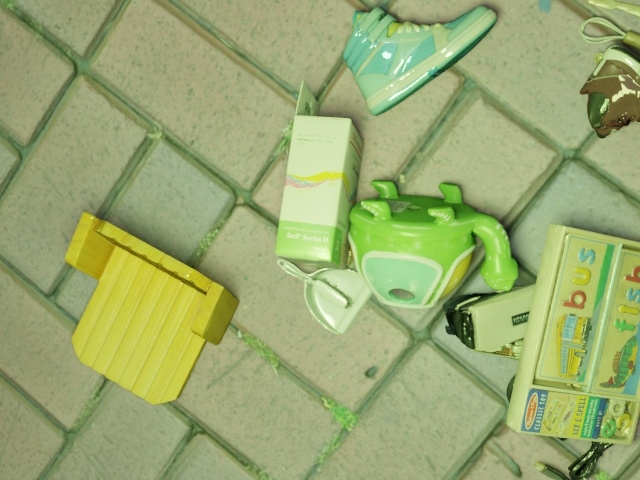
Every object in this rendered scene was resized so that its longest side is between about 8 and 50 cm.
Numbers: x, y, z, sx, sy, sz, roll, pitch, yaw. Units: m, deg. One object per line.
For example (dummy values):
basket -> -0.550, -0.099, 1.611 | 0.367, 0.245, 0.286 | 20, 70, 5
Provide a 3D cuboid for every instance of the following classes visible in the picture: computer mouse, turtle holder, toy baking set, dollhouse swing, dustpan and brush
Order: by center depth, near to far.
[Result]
toy baking set -> 0.620, -0.384, 1.538 | 0.196, 0.030, 0.256 | -8, 93, 14
turtle holder -> 0.217, 0.011, 1.579 | 0.320, 0.243, 0.228 | -2, 108, -9
computer mouse -> 0.481, 0.390, 1.629 | 0.262, 0.060, 0.184 | 30, 97, -3
dollhouse swing -> -0.411, 0.172, 1.706 | 0.346, 0.315, 0.305 | 29, 80, 8
dustpan and brush -> -0.003, 0.100, 1.709 | 0.211, 0.060, 0.147 | 34, 101, 8

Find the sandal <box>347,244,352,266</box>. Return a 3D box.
sandal -> 0.000, 0.000, 1.710 | 0.180, 0.049, 0.072 | 28, 93, 24

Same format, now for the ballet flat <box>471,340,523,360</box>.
ballet flat -> 0.393, 0.227, 1.634 | 0.168, 0.052, 0.057 | 1, 95, 13

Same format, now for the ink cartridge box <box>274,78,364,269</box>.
ink cartridge box -> 0.008, -0.127, 1.587 | 0.119, 0.207, 0.354 | 7, 85, 11

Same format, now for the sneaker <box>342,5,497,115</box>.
sneaker -> 0.183, -0.425, 1.587 | 0.319, 0.127, 0.208 | -34, 88, 13

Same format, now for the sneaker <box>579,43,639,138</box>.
sneaker -> 0.630, -0.240, 1.511 | 0.281, 0.106, 0.162 | 44, 119, 14

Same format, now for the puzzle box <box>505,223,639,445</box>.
puzzle box -> 0.531, 0.188, 1.524 | 0.272, 0.052, 0.409 | 10, 94, -17

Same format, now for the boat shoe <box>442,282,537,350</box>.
boat shoe -> 0.414, 0.135, 1.595 | 0.340, 0.158, 0.127 | -8, 98, -16
